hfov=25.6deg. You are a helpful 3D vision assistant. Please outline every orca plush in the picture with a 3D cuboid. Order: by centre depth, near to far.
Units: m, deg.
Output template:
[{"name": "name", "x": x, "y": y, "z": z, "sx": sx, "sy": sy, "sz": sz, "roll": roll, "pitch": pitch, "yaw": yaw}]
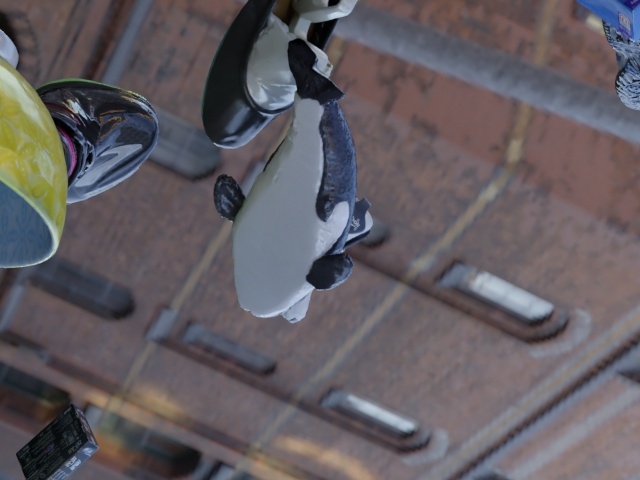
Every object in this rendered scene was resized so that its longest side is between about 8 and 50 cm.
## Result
[{"name": "orca plush", "x": -0.015, "y": -0.059, "z": 1.322, "sx": 0.102, "sy": 0.151, "sz": 0.287, "roll": -43, "pitch": 142, "yaw": -47}]

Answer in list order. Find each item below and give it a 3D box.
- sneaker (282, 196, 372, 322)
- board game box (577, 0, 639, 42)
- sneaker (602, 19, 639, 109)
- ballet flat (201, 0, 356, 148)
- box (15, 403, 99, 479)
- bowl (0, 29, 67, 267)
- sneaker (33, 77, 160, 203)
[{"name": "sneaker", "x": 0.000, "y": 0.000, "z": 1.902, "sx": 0.153, "sy": 0.094, "sz": 0.235, "roll": -27, "pitch": -152, "yaw": 19}, {"name": "board game box", "x": 0.259, "y": -0.288, "z": 1.254, "sx": 0.160, "sy": 0.210, "sz": 0.047, "roll": -39, "pitch": 147, "yaw": -12}, {"name": "sneaker", "x": 0.318, "y": -0.193, "z": 1.341, "sx": 0.211, "sy": 0.080, "sz": 0.081, "roll": 60, "pitch": 37, "yaw": -58}, {"name": "ballet flat", "x": -0.020, "y": -0.205, "z": 1.291, "sx": 0.096, "sy": 0.095, "sz": 0.280, "roll": 31, "pitch": -83, "yaw": 50}, {"name": "box", "x": -0.277, "y": 0.221, "z": 1.483, "sx": 0.083, "sy": 0.018, "sz": 0.067, "roll": -42, "pitch": -140, "yaw": 2}, {"name": "bowl", "x": -0.331, "y": -0.107, "z": 1.177, "sx": 0.289, "sy": 0.289, "sz": 0.156, "roll": 135, "pitch": -27, "yaw": -65}, {"name": "sneaker", "x": -0.365, "y": -0.099, "z": 1.796, "sx": 0.482, "sy": 0.202, "sz": 0.185, "roll": -18, "pitch": 119, "yaw": -53}]
